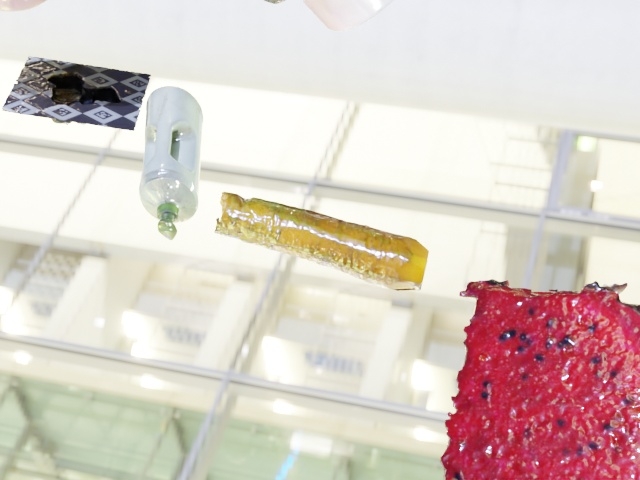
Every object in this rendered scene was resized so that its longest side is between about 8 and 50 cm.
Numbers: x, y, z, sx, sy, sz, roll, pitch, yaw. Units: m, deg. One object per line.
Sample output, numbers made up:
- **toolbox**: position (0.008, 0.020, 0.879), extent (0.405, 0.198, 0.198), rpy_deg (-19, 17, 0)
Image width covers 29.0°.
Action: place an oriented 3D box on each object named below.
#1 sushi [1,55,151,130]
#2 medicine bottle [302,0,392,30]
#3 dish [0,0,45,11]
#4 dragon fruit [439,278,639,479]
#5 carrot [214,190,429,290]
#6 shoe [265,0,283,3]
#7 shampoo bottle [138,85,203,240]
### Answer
- **sushi**: position (-0.414, -0.234, 2.117), extent (0.231, 0.220, 0.047), rpy_deg (-90, 9, -59)
- **medicine bottle**: position (-0.035, -0.519, 1.877), extent (0.388, 0.219, 0.219), rpy_deg (43, -131, -30)
- **dish**: position (-0.448, -0.440, 1.822), extent (0.090, 0.213, 0.213), rpy_deg (86, -161, -50)
- **dragon fruit**: position (0.265, 0.208, 1.292), extent (0.100, 0.282, 0.343), rpy_deg (40, -123, -49)
- **carrot**: position (0.000, 0.000, 1.465), extent (0.070, 0.260, 0.070), rpy_deg (17, -90, -87)
- **shoe**: position (-0.098, -0.439, 1.681), extent (0.093, 0.241, 0.108), rpy_deg (-35, -10, -27)
- **shampoo bottle**: position (-0.224, -0.109, 1.859), extent (0.118, 0.087, 0.234), rpy_deg (77, -170, -53)
